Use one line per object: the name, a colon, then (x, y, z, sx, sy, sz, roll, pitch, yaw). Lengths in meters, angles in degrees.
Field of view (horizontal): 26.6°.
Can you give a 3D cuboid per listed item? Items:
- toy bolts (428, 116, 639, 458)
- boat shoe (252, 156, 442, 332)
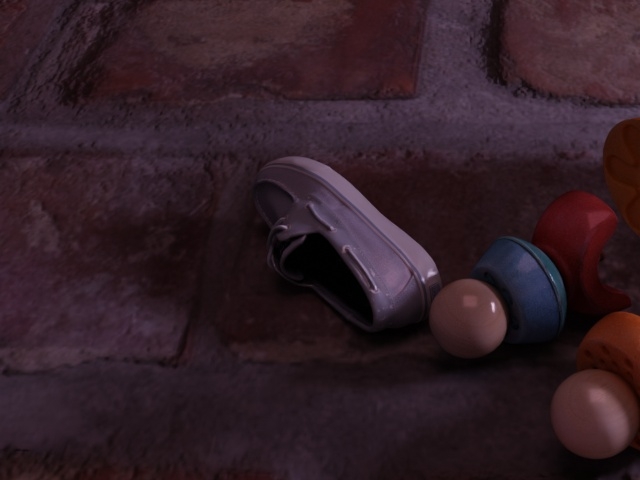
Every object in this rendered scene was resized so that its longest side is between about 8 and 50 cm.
toy bolts: (0.176, 0.031, 0.954, 0.158, 0.218, 0.228, -26, 21, -22)
boat shoe: (0.000, 0.001, 1.102, 0.081, 0.079, 0.227, -20, 40, -32)
